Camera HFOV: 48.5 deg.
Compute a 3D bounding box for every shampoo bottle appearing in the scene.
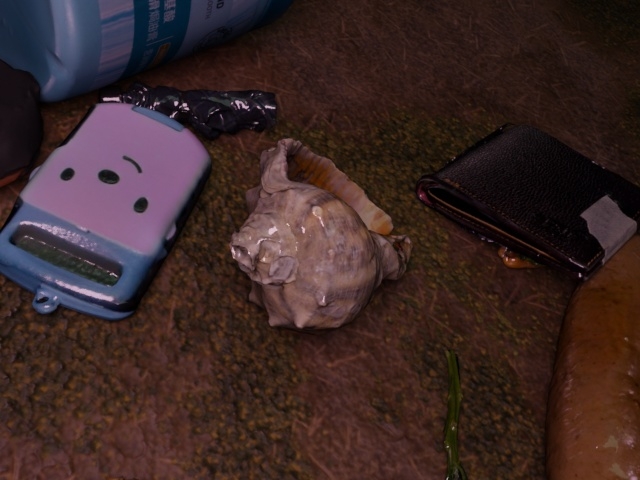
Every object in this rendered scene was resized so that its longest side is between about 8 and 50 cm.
[{"bbox_3d":[-0.248,-0.372,0.855,0.343,0.331,0.331,-33,73,-35],"label":"shampoo bottle"}]

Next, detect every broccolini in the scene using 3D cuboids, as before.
[{"bbox_3d":[0.144,0.218,0.789,0.044,0.042,0.218,13,46,-11],"label":"broccolini"}]

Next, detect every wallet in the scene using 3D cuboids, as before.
[{"bbox_3d":[0.299,-0.064,0.980,0.262,0.071,0.221,34,46,30],"label":"wallet"}]

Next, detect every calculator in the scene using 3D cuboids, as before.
[{"bbox_3d":[-0.239,-0.039,0.794,0.173,0.051,0.293,25,54,-4],"label":"calculator"}]

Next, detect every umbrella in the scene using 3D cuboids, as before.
[{"bbox_3d":[-0.169,-0.166,0.915,0.224,0.080,0.071,3,91,-15],"label":"umbrella"}]

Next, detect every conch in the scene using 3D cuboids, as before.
[{"bbox_3d":[-0.012,0.011,0.797,0.210,0.159,0.291,50,15,26],"label":"conch"}]

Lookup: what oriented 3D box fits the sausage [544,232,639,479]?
[{"bbox_3d":[0.346,0.161,0.848,0.136,0.123,0.500,29,50,-6],"label":"sausage"}]

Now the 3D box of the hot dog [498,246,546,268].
[{"bbox_3d":[0.305,0.012,0.989,0.133,0.041,0.056,-9,60,-27],"label":"hot dog"}]

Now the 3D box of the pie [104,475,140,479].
[{"bbox_3d":[-0.166,0.326,0.547,0.309,0.085,0.308,14,51,-18],"label":"pie"}]

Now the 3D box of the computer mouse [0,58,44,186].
[{"bbox_3d":[-0.445,-0.103,0.722,0.323,0.116,0.182,-20,67,-37],"label":"computer mouse"}]
